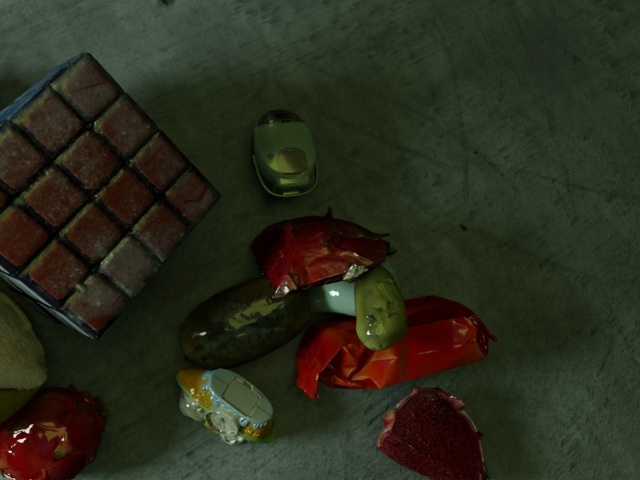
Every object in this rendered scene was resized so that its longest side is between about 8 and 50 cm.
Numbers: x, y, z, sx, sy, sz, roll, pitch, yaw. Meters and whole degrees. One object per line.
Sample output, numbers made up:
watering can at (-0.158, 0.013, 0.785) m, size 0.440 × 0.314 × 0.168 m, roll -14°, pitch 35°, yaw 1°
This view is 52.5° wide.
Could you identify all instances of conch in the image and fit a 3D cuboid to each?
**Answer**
conch at (0.059, 0.091, 1.394) m, size 0.221 × 0.185 × 0.120 m, roll 0°, pitch 102°, yaw 5°

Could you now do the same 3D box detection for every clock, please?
clock at (-0.188, 0.326, 1.270) m, size 0.231 × 0.144 × 0.103 m, roll 39°, pitch 42°, yaw -3°

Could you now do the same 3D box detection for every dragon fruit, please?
dragon fruit at (-0.480, 0.350, 1.158) m, size 0.210 × 0.172 × 0.172 m, roll -32°, pitch 85°, yaw -22°
dragon fruit at (0.000, 0.000, 1.311) m, size 0.283 × 0.343 × 0.100 m, roll -9°, pitch 107°, yaw -14°
dragon fruit at (0.236, 0.409, 1.390) m, size 0.274 × 0.126 × 0.161 m, roll 33°, pitch 57°, yaw -15°

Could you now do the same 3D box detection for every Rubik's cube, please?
Rubik's cube at (-0.451, -0.077, 1.146) m, size 0.344 × 0.337 × 0.343 m, roll -50°, pitch 120°, yaw -22°

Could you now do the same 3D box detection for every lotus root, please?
lotus root at (-0.151, 0.166, 1.303) m, size 0.275 × 0.152 × 0.160 m, roll -23°, pitch 102°, yaw -3°

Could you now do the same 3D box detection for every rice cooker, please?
rice cooker at (-0.086, -0.190, 1.463) m, size 0.145 × 0.127 × 0.206 m, roll -8°, pitch 80°, yaw -18°

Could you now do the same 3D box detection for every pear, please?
pear at (-0.642, 0.190, 1.060) m, size 0.340 × 0.386 × 0.191 m, roll 41°, pitch 89°, yaw -21°

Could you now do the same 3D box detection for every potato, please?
potato at (0.110, 0.126, 1.249) m, size 0.105 × 0.085 × 0.188 m, roll 9°, pitch 52°, yaw -26°

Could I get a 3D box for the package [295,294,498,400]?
package at (0.146, 0.217, 1.369) m, size 0.424 × 0.196 × 0.123 m, roll -11°, pitch 98°, yaw -18°
